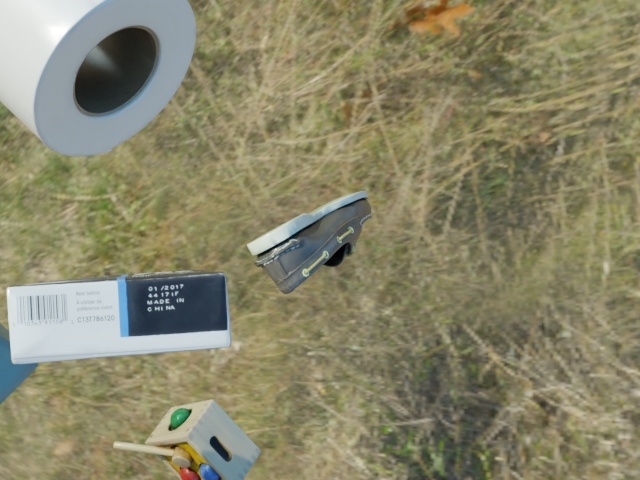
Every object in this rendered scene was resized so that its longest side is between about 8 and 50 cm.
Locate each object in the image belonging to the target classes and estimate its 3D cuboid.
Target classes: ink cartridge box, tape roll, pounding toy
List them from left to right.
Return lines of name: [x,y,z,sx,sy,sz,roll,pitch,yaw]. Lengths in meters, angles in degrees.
tape roll: [-0.297,-0.248,1.365,0.246,0.246,0.169,-38,66,-24]
ink cartridge box: [-0.173,0.061,0.982,0.166,0.333,0.065,-4,88,-10]
pounding toy: [-0.189,0.294,1.586,0.141,0.130,0.100,50,51,-18]

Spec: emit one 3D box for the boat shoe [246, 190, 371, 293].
boat shoe: [0.000,0.000,1.252,0.228,0.081,0.068,-28,90,-57]

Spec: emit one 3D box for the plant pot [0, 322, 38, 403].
plant pot: [-0.600,0.160,1.748,0.165,0.166,0.234,-47,143,-11]
